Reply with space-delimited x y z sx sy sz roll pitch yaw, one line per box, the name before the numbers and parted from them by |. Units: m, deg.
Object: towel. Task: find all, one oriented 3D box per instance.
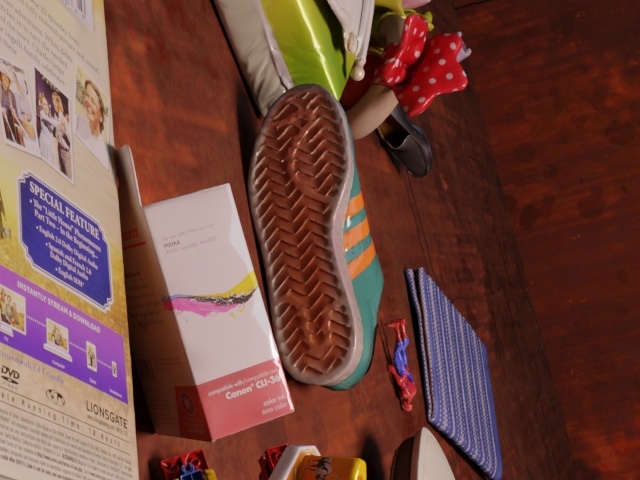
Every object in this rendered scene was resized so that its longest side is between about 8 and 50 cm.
towel | 0.200 0.207 1.932 0.336 0.040 0.243 47 33 -56

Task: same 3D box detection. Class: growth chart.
growth chart | 0.008 -0.306 1.347 0.237 0.021 0.172 57 32 -39

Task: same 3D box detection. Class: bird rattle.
bird rattle | 0.080 -0.208 1.587 0.143 0.207 0.253 20 32 -32

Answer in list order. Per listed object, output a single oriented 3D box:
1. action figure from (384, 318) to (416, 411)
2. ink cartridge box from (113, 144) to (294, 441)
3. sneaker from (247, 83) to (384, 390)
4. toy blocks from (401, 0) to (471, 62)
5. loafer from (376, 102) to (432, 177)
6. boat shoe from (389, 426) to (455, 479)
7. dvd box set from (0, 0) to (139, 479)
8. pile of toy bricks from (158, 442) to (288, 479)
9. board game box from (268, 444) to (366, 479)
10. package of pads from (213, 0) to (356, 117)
action figure | 0.100 0.157 1.622 0.038 0.030 0.115 -21 100 -69
ink cartridge box | -0.093 0.030 0.882 0.115 0.067 0.198 -10 -84 64
sneaker | 0.000 0.000 1.291 0.121 0.108 0.302 33 52 -69
toy blocks | 0.168 -0.380 1.855 0.309 0.260 0.288 59 18 -13
loafer | 0.114 -0.153 1.933 0.170 0.062 0.061 54 32 -29
boat shoe | 0.093 0.321 1.319 0.109 0.091 0.305 49 26 -33
dvd box set | -0.205 -0.069 0.697 0.307 0.062 0.420 44 34 -62
pile of toy bricks | -0.045 0.251 0.911 0.105 0.118 0.212 120 -47 -63
board game box | 0.001 0.388 0.751 0.390 0.050 0.390 -60 136 -42
package of pads | -0.052 -0.301 1.396 0.229 0.101 0.296 -71 143 -62
